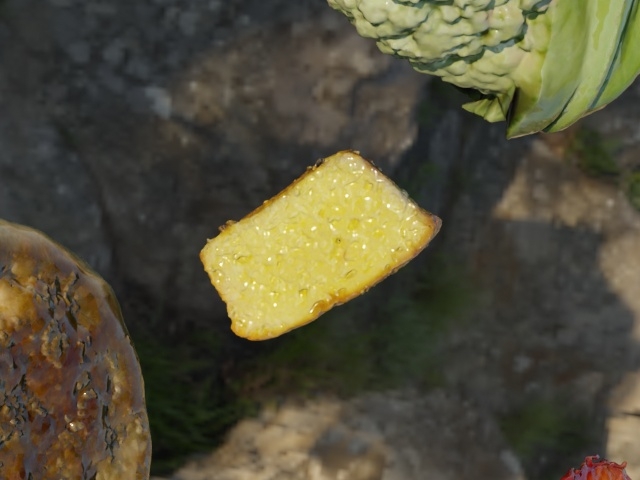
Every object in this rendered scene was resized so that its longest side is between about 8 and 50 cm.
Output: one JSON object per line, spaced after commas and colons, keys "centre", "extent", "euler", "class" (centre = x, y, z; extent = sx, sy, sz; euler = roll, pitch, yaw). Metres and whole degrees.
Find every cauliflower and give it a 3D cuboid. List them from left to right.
{"centre": [0.124, -0.200, 0.853], "extent": [0.239, 0.256, 0.315], "euler": [-89, -155, -47], "class": "cauliflower"}

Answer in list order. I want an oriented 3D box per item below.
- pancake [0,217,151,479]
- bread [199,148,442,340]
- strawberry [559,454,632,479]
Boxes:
{"centre": [-0.187, 0.110, 0.907], "extent": [0.282, 0.049, 0.283], "euler": [19, 68, -58], "class": "pancake"}
{"centre": [0.000, 0.000, 1.188], "extent": [0.103, 0.187, 0.065], "euler": [55, 25, 1], "class": "bread"}
{"centre": [0.170, 0.210, 0.843], "extent": [0.167, 0.087, 0.208], "euler": [-24, 88, -48], "class": "strawberry"}
